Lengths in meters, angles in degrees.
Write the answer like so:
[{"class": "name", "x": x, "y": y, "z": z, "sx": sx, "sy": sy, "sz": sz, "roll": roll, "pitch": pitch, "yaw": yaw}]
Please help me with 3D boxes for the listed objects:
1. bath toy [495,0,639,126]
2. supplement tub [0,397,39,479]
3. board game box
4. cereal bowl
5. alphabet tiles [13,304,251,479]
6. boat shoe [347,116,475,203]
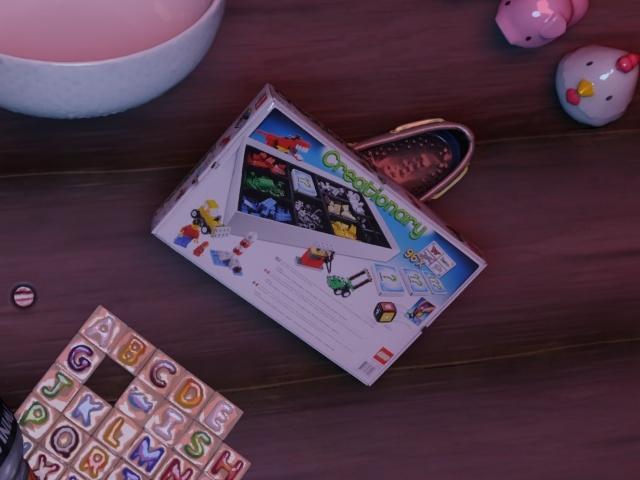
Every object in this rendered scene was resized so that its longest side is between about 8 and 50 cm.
[{"class": "bath toy", "x": 0.248, "y": -0.285, "z": 1.786, "sx": 0.151, "sy": 0.129, "sz": 0.348, "roll": -35, "pitch": 90, "yaw": -16}, {"class": "supplement tub", "x": -0.417, "y": 0.168, "z": 1.483, "sx": 0.193, "sy": 0.193, "sz": 0.316, "roll": -41, "pitch": 119, "yaw": -16}, {"class": "board game box", "x": 0.000, "y": 0.000, "z": 1.631, "sx": 0.305, "sy": 0.053, "sz": 0.193, "roll": 37, "pitch": 106, "yaw": -22}, {"class": "cereal bowl", "x": -0.265, "y": -0.243, "z": 1.625, "sx": 0.339, "sy": 0.141, "sz": 0.339, "roll": 3, "pitch": 46, "yaw": -3}, {"class": "alphabet tiles", "x": -0.202, "y": 0.217, "z": 1.660, "sx": 0.237, "sy": 0.009, "sz": 0.198, "roll": 37, "pitch": 75, "yaw": -4}, {"class": "boat shoe", "x": 0.024, "y": -0.048, "z": 1.710, "sx": 0.324, "sy": 0.097, "sz": 0.116, "roll": -24, "pitch": 87, "yaw": -15}]
